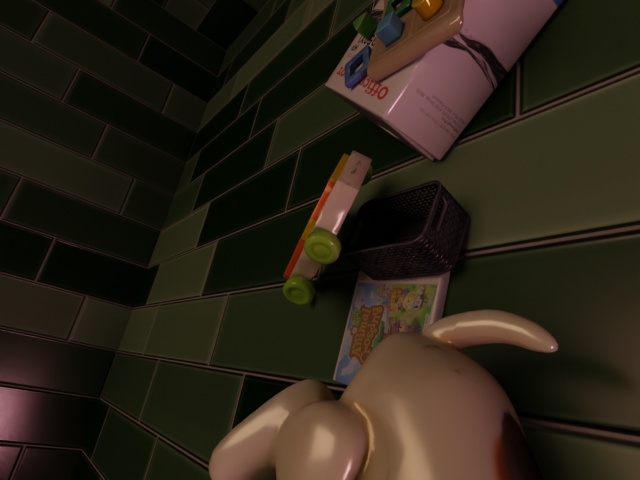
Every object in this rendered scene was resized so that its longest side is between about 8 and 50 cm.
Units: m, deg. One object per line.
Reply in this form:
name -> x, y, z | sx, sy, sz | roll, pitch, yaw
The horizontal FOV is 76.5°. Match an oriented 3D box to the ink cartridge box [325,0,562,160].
ink cartridge box -> 0.219, -0.386, 0.752 | 0.394, 0.166, 0.285 | -55, 34, 15

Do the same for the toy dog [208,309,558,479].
toy dog -> 0.142, 0.299, 0.345 | 0.395, 0.284, 0.408 | -42, 36, 1

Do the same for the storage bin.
storage bin -> 0.135, -0.011, 0.668 | 0.180, 0.084, 0.121 | -12, 44, 51

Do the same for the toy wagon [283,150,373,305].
toy wagon -> 0.000, 0.000, 0.776 | 0.344, 0.068, 0.267 | -62, 1, 42

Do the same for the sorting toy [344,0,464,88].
sorting toy -> 0.149, -0.376, 0.645 | 0.348, 0.047, 0.195 | -12, 59, 50

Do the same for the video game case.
video game case -> 0.111, 0.146, 0.674 | 0.194, 0.023, 0.212 | -7, 63, 53
